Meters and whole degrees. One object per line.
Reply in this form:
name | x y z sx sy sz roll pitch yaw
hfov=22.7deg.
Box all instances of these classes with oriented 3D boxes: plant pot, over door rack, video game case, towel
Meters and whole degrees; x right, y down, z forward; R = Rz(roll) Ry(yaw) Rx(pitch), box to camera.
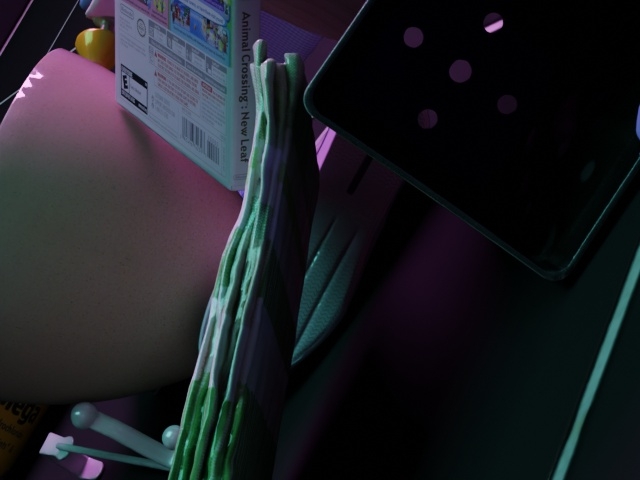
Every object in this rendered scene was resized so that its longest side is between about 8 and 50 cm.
plant pot | -0.162 0.014 1.266 0.284 0.190 0.284 20 -90 -89
over door rack | -0.215 0.253 1.237 0.324 0.108 0.240 -14 45 61
video game case | -0.093 -0.157 1.078 0.212 0.023 0.193 37 131 55
towel | -0.045 0.070 0.988 0.248 0.038 0.325 79 -161 -72
plant pot | 0.104 -0.109 0.992 0.188 0.187 0.167 -56 9 0

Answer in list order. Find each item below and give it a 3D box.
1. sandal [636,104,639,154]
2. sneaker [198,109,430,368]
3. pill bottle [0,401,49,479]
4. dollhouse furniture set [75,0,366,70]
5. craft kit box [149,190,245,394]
sandal | 0.211 -0.138 0.803 0.138 0.126 0.317 136 144 -56
sneaker | 0.000 0.000 1.197 0.258 0.094 0.091 -54 -1 -4
pill bottle | -0.347 0.104 1.635 0.334 0.188 0.188 -60 21 -9
dollhouse furniture set | -0.027 -0.165 1.252 0.303 0.286 0.198 -46 27 46
craft kit box | -0.111 -0.013 1.485 0.250 0.061 0.247 -51 23 12
